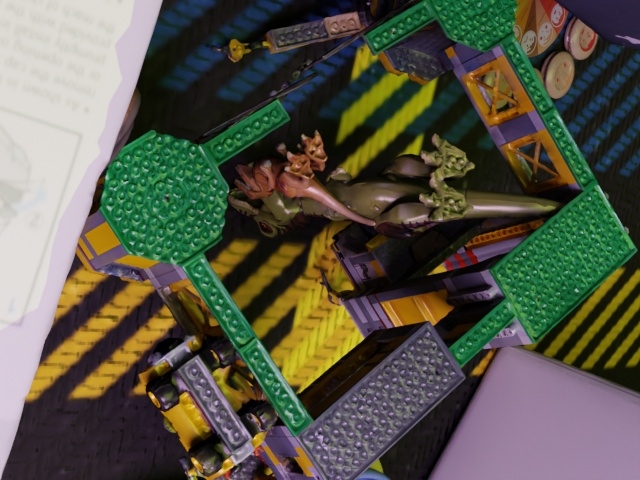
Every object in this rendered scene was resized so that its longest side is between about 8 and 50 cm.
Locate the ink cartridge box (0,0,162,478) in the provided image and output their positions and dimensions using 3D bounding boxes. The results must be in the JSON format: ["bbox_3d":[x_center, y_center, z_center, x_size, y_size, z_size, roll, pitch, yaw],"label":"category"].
[{"bbox_3d":[-0.199,-0.129,0.342,0.308,0.091,0.385,18,89,-35],"label":"ink cartridge box"}]

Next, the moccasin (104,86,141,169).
[{"bbox_3d":[-0.228,0.032,0.409,0.147,0.139,0.380,45,75,-29],"label":"moccasin"}]

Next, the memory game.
[{"bbox_3d":[0.158,-0.180,0.796,0.186,0.012,0.186,-19,118,-40],"label":"memory game"}]

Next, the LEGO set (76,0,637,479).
[{"bbox_3d":[0.000,0.000,0.633,0.331,0.192,0.255,-45,103,-27],"label":"LEGO set"}]

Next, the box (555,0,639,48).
[{"bbox_3d":[0.249,-0.344,0.487,0.480,0.297,0.471,6,100,-59],"label":"box"}]

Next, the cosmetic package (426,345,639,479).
[{"bbox_3d":[0.242,0.356,0.860,0.329,0.327,0.393,41,75,-45],"label":"cosmetic package"}]

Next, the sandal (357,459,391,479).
[{"bbox_3d":[-0.047,0.214,0.658,0.317,0.138,0.126,-20,121,-37],"label":"sandal"}]
